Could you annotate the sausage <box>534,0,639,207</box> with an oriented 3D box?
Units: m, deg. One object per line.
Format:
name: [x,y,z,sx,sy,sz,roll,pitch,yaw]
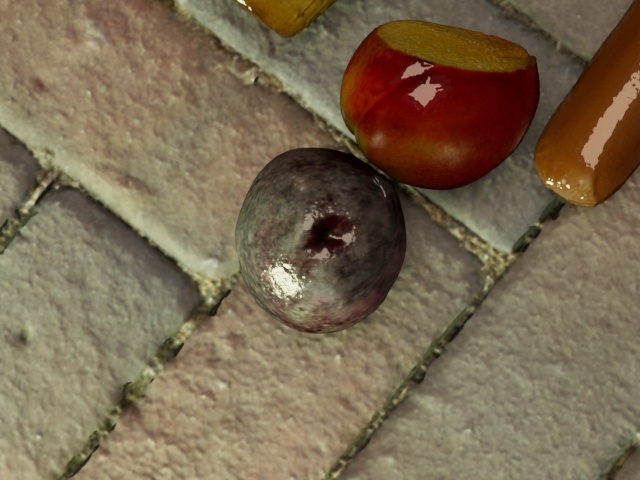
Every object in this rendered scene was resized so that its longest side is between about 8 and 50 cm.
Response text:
sausage: [0.323,-0.157,1.750,0.105,0.105,0.274,35,86,11]

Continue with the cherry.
cherry: [0.000,0.000,1.717,0.195,0.195,0.195,-1,80,7]

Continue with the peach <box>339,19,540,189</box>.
peach: [0.122,-0.150,1.729,0.192,0.190,0.190,-42,78,13]

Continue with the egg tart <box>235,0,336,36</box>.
egg tart: [-0.042,-0.325,1.778,0.215,0.215,0.171,42,98,12]
